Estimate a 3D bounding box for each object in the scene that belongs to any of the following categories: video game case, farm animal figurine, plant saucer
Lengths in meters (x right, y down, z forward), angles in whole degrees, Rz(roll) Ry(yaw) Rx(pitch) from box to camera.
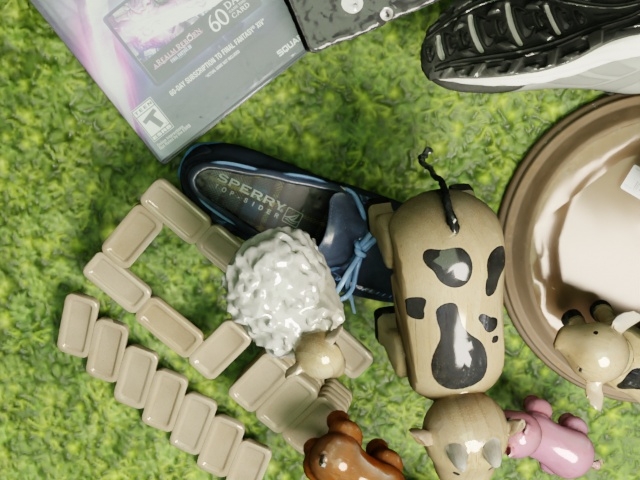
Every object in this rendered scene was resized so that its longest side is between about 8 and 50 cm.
[{"bbox_3d":[-0.139,-0.228,1.313,0.196,0.026,0.274,-38,100,4],"label":"video game case"},{"bbox_3d":[0.127,0.093,1.234,0.330,0.172,0.326,-24,111,-2],"label":"farm animal figurine"},{"bbox_3d":[0.288,0.008,1.362,0.278,0.041,0.277,0,99,-1],"label":"plant saucer"}]

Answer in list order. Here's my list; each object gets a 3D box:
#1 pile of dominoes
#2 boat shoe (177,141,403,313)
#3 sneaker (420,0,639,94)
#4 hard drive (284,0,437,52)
[{"bbox_3d":[-0.092,0.085,1.359,0.251,0.040,0.196,41,116,-7],"label":"pile of dominoes"},{"bbox_3d":[0.000,0.000,1.324,0.258,0.089,0.109,16,99,-4],"label":"boat shoe"},{"bbox_3d":[0.216,-0.154,1.295,0.272,0.108,0.100,-9,56,-3],"label":"sneaker"},{"bbox_3d":[0.100,-0.320,1.274,0.339,0.064,0.237,-24,99,-1],"label":"hard drive"}]
